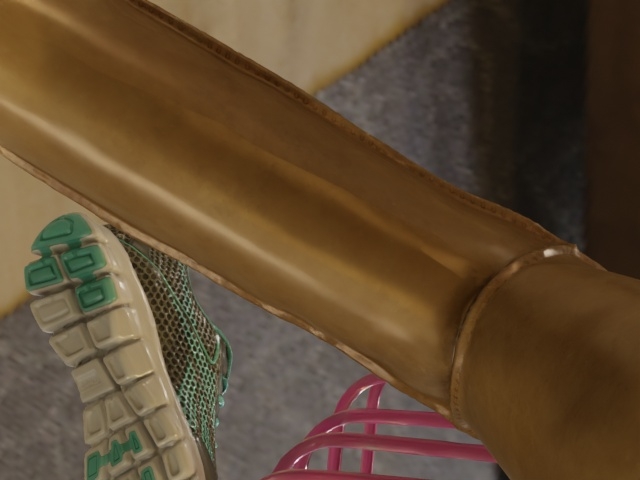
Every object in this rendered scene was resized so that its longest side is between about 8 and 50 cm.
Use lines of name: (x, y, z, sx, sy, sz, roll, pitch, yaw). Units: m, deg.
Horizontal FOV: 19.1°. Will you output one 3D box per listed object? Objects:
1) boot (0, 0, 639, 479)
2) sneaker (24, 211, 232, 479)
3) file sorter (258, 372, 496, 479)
boot: (0.000, 0.000, 0.578, 0.269, 0.236, 0.089, 31, 87, 1)
sneaker: (-0.061, 0.065, 0.786, 0.076, 0.065, 0.166, -9, 81, -49)
file sorter: (0.073, 0.168, 0.855, 0.291, 0.182, 0.202, -26, 121, -76)
